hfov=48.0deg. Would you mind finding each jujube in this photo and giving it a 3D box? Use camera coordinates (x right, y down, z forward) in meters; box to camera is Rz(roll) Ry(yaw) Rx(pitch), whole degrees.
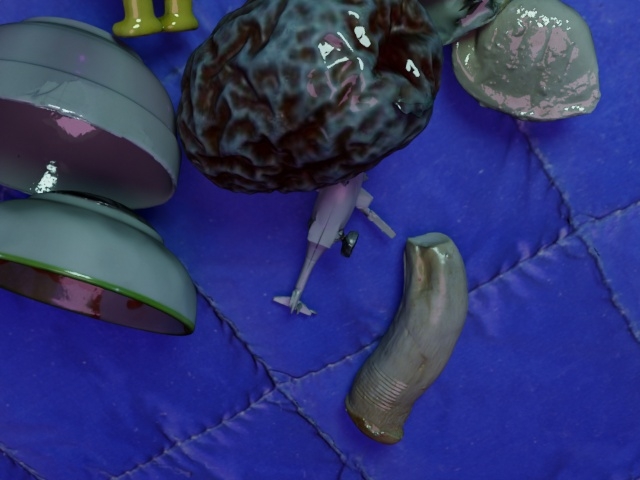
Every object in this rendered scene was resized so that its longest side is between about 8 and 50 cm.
[{"bbox_3d":[-0.021,-0.162,0.767,0.317,0.226,0.226,-5,126,48],"label":"jujube"}]

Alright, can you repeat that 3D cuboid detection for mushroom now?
[{"bbox_3d":[0.129,0.150,1.045,0.122,0.095,0.351,22,116,10],"label":"mushroom"}]

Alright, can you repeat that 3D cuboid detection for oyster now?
[{"bbox_3d":[0.072,-0.277,0.804,0.199,0.087,0.252,38,136,-26],"label":"oyster"}]

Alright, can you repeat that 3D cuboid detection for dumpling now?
[{"bbox_3d":[0.237,-0.214,0.842,0.150,0.092,0.176,-35,110,15],"label":"dumpling"}]

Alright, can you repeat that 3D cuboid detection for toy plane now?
[{"bbox_3d":[-0.011,-0.003,0.960,0.182,0.107,0.273,37,118,-11],"label":"toy plane"}]

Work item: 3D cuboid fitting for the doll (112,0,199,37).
[{"bbox_3d":[-0.180,-0.393,0.723,0.145,0.199,0.363,18,120,32],"label":"doll"}]

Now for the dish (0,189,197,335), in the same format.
[{"bbox_3d":[-0.300,0.016,0.922,0.324,0.124,0.324,14,163,5],"label":"dish"}]

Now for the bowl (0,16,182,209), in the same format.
[{"bbox_3d":[-0.293,-0.152,0.829,0.287,0.144,0.287,8,163,3],"label":"bowl"}]
